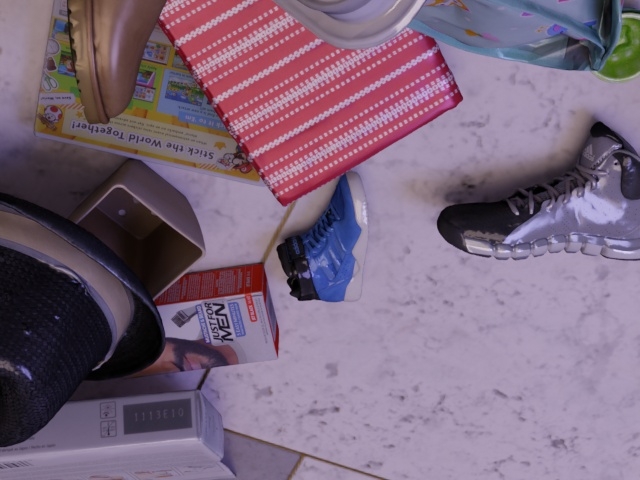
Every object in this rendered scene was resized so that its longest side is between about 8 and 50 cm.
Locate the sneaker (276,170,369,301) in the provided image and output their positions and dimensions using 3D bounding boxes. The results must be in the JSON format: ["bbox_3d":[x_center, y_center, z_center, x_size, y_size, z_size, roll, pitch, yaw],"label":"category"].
[{"bbox_3d":[0.000,0.001,1.140,0.084,0.058,0.152,-4,131,-9],"label":"sneaker"}]

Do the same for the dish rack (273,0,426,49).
[{"bbox_3d":[0.014,-0.323,0.733,0.333,0.285,0.072,-55,152,15],"label":"dish rack"}]

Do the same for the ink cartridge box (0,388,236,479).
[{"bbox_3d":[-0.242,0.228,1.265,0.275,0.060,0.239,-6,160,3],"label":"ink cartridge box"}]

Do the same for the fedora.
[{"bbox_3d":[-0.312,0.091,1.066,0.334,0.153,0.334,16,146,11],"label":"fedora"}]

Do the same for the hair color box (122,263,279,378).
[{"bbox_3d":[-0.133,0.085,1.198,0.167,0.053,0.093,-8,125,6],"label":"hair color box"}]

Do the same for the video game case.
[{"bbox_3d":[-0.133,-0.161,1.048,0.227,0.026,0.206,12,123,-10],"label":"video game case"}]

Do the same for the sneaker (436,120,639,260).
[{"bbox_3d":[0.227,-0.054,1.102,0.228,0.086,0.132,1,120,-14],"label":"sneaker"}]

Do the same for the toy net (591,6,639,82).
[{"bbox_3d":[0.292,-0.248,0.985,0.122,0.045,0.232,-1,124,0],"label":"toy net"}]

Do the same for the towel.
[{"bbox_3d":[-0.022,-0.186,0.994,0.198,0.031,0.275,-30,112,7],"label":"towel"}]

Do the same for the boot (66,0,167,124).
[{"bbox_3d":[-0.064,-0.208,0.917,0.269,0.089,0.236,-2,112,-7],"label":"boot"}]

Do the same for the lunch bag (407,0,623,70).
[{"bbox_3d":[0.149,-0.251,0.847,0.262,0.160,0.223,8,88,-43],"label":"lunch bag"}]

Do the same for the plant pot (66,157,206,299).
[{"bbox_3d":[-0.180,-0.015,1.103,0.109,0.096,0.109,-39,116,23],"label":"plant pot"}]
